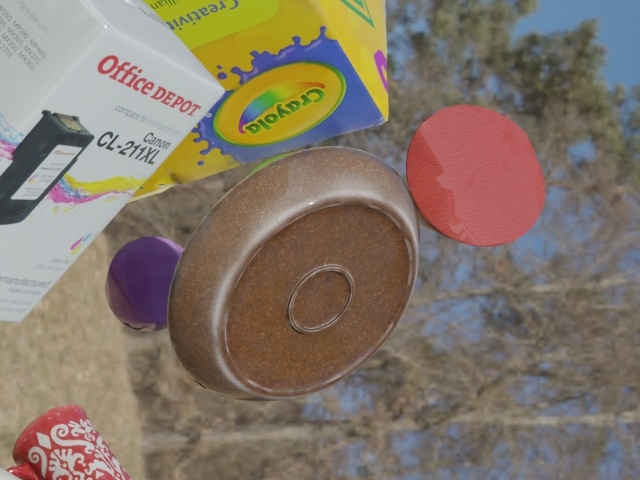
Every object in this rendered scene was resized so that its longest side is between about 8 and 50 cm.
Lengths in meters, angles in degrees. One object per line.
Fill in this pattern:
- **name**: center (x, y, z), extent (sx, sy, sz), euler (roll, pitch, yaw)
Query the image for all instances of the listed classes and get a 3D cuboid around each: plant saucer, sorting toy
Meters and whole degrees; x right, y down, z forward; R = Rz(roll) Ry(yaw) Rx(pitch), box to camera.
- **plant saucer**: center (-0.006, 0.028, 0.677), extent (0.029, 0.168, 0.168), euler (42, -49, 47)
- **sorting toy**: center (0.000, 0.000, 0.961), extent (0.126, 0.366, 0.127), euler (131, -62, -69)

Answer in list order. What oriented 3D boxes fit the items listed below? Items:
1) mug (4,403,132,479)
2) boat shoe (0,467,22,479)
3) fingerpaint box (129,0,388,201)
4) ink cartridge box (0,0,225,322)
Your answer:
- **mug**: center (-0.322, 0.323, 1.539), extent (0.169, 0.150, 0.113), euler (43, -12, 29)
- **boat shoe**: center (-0.077, 0.219, 0.581), extent (0.112, 0.335, 0.095), euler (-55, -160, 7)
- **fingerpaint box**: center (-0.224, -0.193, 0.857), extent (0.371, 0.445, 0.163), euler (53, 29, -43)
- **ink cartridge box**: center (-0.149, -0.047, 0.584), extent (0.175, 0.127, 0.072), euler (-47, -109, 10)
